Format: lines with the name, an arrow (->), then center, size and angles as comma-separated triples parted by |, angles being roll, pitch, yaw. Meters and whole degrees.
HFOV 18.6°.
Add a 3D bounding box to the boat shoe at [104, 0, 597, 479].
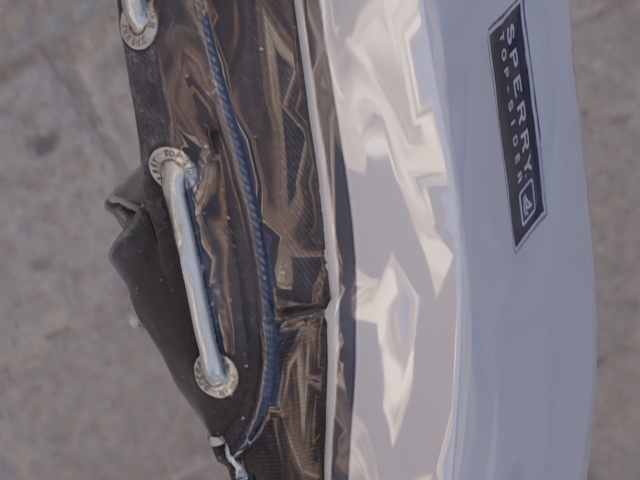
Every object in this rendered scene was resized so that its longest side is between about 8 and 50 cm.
boat shoe -> 0.000, 0.000, 0.465 | 0.108, 0.102, 0.301 | -45, 135, -51
